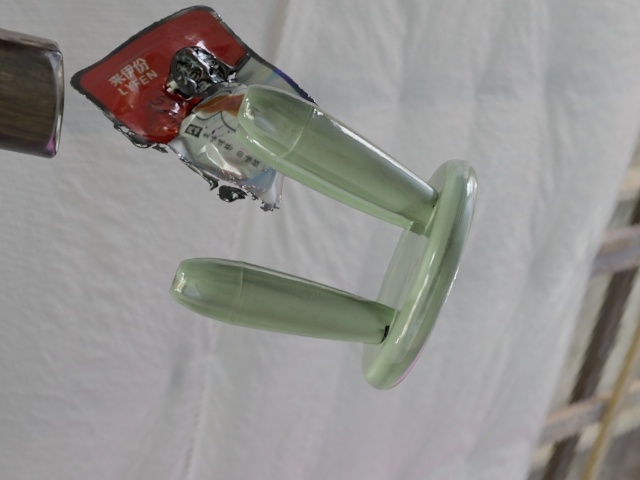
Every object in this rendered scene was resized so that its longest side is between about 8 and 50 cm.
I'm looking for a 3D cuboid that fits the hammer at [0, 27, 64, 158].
[{"bbox_3d":[-0.296,-0.105,0.582,0.409,0.095,0.242,10,-74,-36],"label":"hammer"}]

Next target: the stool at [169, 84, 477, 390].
[{"bbox_3d":[0.000,0.000,1.010,0.195,0.199,0.195,179,110,-85],"label":"stool"}]

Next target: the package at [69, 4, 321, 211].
[{"bbox_3d":[-0.103,-0.132,1.294,0.194,0.269,0.071,-30,-36,-38],"label":"package"}]
